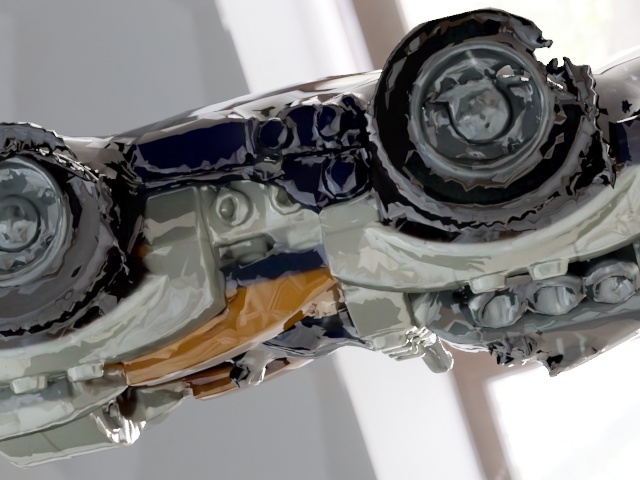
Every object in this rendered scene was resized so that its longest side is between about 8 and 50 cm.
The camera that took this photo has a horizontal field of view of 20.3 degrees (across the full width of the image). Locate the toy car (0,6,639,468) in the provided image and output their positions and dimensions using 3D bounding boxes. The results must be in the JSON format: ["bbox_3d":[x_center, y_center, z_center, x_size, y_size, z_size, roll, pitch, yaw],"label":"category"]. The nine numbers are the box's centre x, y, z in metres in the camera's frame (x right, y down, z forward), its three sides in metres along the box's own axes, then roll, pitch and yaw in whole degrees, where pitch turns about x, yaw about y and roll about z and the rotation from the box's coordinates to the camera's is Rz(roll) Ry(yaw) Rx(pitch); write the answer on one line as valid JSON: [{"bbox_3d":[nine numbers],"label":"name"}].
[{"bbox_3d":[0.001,0.002,0.616,0.301,0.118,0.193,-10,171,7],"label":"toy car"}]

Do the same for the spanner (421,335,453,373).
[{"bbox_3d":[0.038,0.056,1.180,0.015,0.054,0.254,-21,164,19],"label":"spanner"}]
